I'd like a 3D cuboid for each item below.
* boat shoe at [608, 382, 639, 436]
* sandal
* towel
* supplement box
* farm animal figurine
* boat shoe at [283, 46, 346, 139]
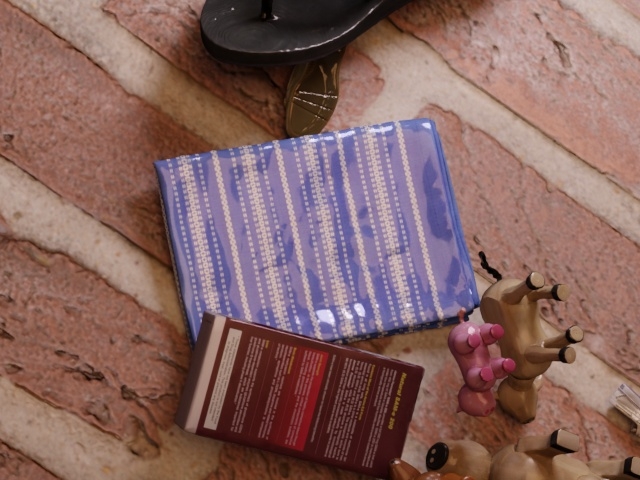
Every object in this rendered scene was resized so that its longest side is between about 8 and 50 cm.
[{"bbox_3d":[0.373,0.209,1.908,0.100,0.035,0.035,43,98,-4],"label":"boat shoe"},{"bbox_3d":[0.048,-0.331,1.892,0.446,0.107,0.167,-28,51,-23],"label":"sandal"},{"bbox_3d":[0.000,0.000,1.851,0.336,0.040,0.243,-10,84,-16],"label":"towel"},{"bbox_3d":[-0.022,0.166,1.776,0.239,0.073,0.130,16,88,-13],"label":"supplement box"},{"bbox_3d":[0.213,0.230,1.801,0.327,0.172,0.330,39,63,-15],"label":"farm animal figurine"},{"bbox_3d":[-0.010,-0.184,1.907,0.056,0.048,0.153,16,80,-22],"label":"boat shoe"}]
